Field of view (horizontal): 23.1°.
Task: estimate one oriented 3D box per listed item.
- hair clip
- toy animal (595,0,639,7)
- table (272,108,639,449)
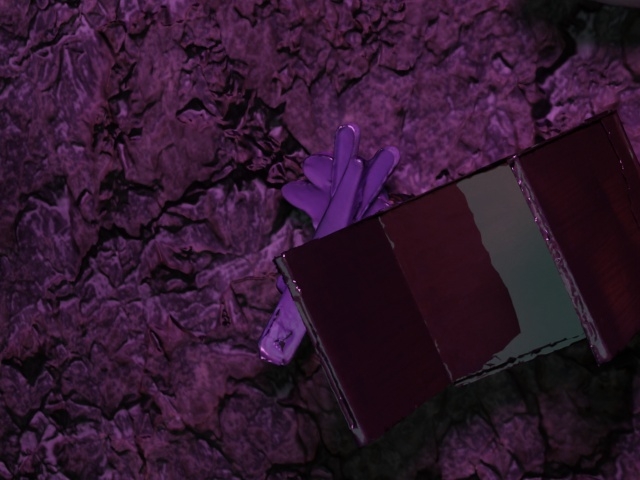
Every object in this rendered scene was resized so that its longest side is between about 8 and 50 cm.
[{"bbox_3d":[0.006,-0.001,1.629,0.137,0.090,0.278,33,117,17],"label":"hair clip"},{"bbox_3d":[0.255,-0.296,1.323,0.325,0.154,0.208,32,101,-1],"label":"toy animal"},{"bbox_3d":[0.153,0.033,1.386,0.250,0.282,0.196,-22,90,28],"label":"table"}]
